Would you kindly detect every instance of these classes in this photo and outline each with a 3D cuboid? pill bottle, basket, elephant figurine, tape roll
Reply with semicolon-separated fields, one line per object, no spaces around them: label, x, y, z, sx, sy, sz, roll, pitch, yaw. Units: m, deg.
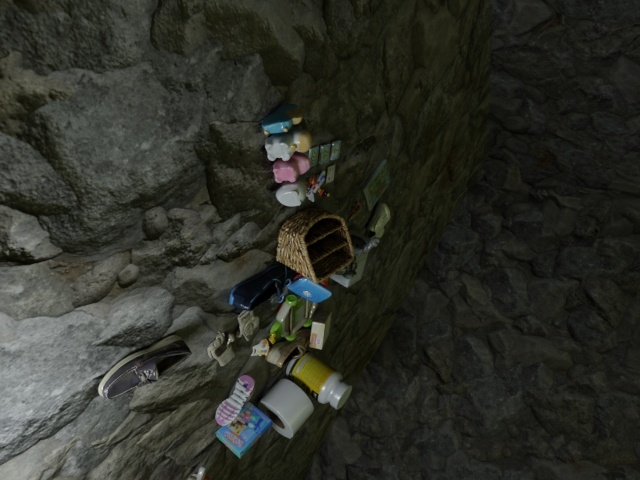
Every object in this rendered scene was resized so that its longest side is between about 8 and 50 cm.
pill bottle;-0.007;0.745;2.227;0.188;0.334;0.187;-40;144;-36
basket;0.000;0.000;1.695;0.299;0.223;0.213;-25;135;-48
elephant figurine;0.141;0.042;1.928;0.169;0.186;0.239;-93;-157;-68
tape roll;-0.179;0.859;2.139;0.169;0.246;0.245;-41;145;-37

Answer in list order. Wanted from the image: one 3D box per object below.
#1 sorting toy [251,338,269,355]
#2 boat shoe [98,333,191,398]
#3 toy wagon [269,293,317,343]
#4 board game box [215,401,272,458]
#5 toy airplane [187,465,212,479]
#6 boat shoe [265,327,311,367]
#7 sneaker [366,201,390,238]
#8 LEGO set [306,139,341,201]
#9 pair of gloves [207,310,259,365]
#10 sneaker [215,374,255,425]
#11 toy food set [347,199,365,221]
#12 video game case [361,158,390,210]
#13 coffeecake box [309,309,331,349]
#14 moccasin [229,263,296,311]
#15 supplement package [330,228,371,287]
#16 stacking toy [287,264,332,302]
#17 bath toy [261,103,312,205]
sorting toy;-0.277;0.495;1.876;0.075;0.045;0.083;-3;119;-37
boat shoe;-0.532;0.395;1.287;0.285;0.093;0.102;-28;137;-47
toy wagon;-0.130;0.352;1.957;0.344;0.068;0.267;-35;142;-40
board game box;-0.356;0.881;1.949;0.210;0.160;0.047;-35;142;-41
toy airplane;-0.558;1.169;1.743;0.384;0.273;0.386;-56;151;-14
boat shoe;-0.130;0.545;2.080;0.341;0.110;0.121;-18;130;-54
sneaker;0.308;-0.097;2.276;0.115;0.091;0.231;-26;135;-44
LEGO set;0.019;-0.266;1.669;0.183;0.060;0.244;-28;138;-42
pair of gloves;-0.342;0.376;1.644;0.240;0.042;0.204;-45;152;-20
sneaker;-0.369;0.722;1.865;0.236;0.095;0.104;-54;159;-18
toy food set;0.174;-0.156;2.070;0.122;0.019;0.077;-39;145;-23
video game case;0.289;-0.283;2.142;0.212;0.023;0.193;-54;151;-16
coffeecake box;0.002;0.464;2.185;0.185;0.068;0.142;-40;138;-74
moccasin;-0.203;0.201;1.643;0.342;0.117;0.137;-30;139;-45
supplement package;0.147;0.088;2.114;0.139;0.134;0.243;-24;134;-50
stacking toy;-0.014;0.111;1.867;0.175;0.166;0.301;-30;-147;52
bath toy;-0.099;-0.272;1.400;0.348;0.152;0.128;85;6;-47
